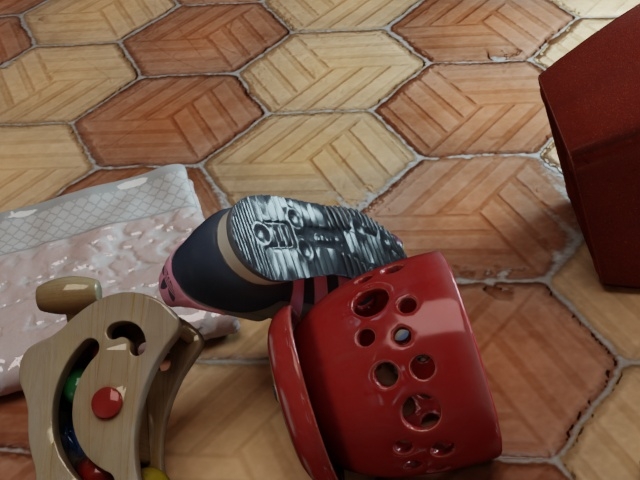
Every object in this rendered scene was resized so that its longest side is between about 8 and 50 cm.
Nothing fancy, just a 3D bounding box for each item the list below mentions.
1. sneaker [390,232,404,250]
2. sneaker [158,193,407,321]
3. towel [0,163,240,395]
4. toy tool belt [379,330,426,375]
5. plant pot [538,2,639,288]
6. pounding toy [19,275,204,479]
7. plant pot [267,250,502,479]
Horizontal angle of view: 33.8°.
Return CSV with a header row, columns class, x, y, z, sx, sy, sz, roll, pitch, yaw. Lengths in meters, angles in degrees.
class,x,y,z,sx,sy,sz,roll,pitch,yaw
sneaker,0.000,0.000,1.183,0.186,0.083,0.069,-5,37,6
sneaker,-0.026,0.031,1.050,0.131,0.319,0.112,-28,64,30
towel,-0.282,0.041,1.215,0.332,0.053,0.317,-15,38,-7
toy tool belt,0.084,0.110,1.052,0.083,0.052,0.051,-33,35,-28
plant pot,0.376,-0.099,1.113,0.236,0.267,0.267,-16,36,10
pounding toy,-0.175,0.146,0.982,0.154,0.155,0.269,-17,68,7
plant pot,0.054,0.123,0.937,0.174,0.191,0.191,-18,37,4
